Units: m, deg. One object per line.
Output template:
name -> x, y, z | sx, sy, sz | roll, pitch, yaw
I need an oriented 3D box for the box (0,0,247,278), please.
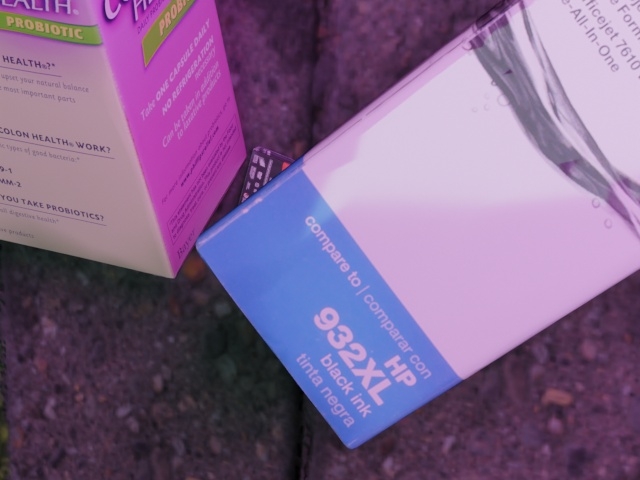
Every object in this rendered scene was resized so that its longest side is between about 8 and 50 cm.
box -> -0.178, -0.117, 0.719 | 0.213, 0.117, 0.243 | 11, 140, 19

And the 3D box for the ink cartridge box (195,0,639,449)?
ink cartridge box -> 0.122, -0.060, 0.602 | 0.307, 0.223, 0.129 | -36, 92, 24

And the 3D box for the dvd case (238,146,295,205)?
dvd case -> 0.000, 0.000, 0.794 | 0.119, 0.013, 0.087 | 23, 113, 16
